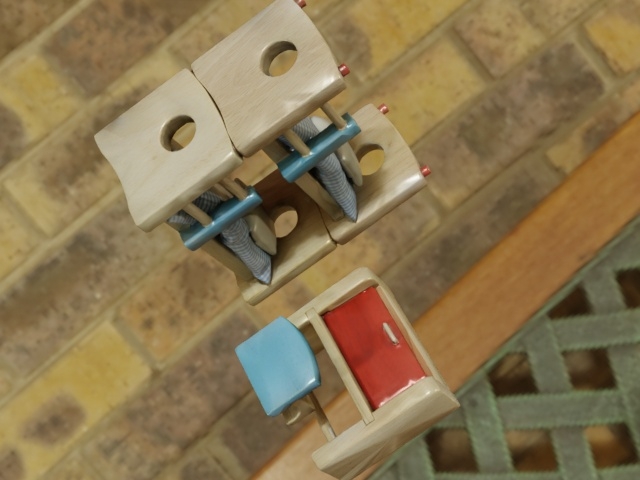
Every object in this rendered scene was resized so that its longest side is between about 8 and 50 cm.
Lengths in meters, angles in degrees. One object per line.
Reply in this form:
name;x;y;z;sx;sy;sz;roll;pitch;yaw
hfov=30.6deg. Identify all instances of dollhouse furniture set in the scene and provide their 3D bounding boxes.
dollhouse furniture set;0.000;0.000;0.597;0.129;0.184;0.129;-36;-32;8
